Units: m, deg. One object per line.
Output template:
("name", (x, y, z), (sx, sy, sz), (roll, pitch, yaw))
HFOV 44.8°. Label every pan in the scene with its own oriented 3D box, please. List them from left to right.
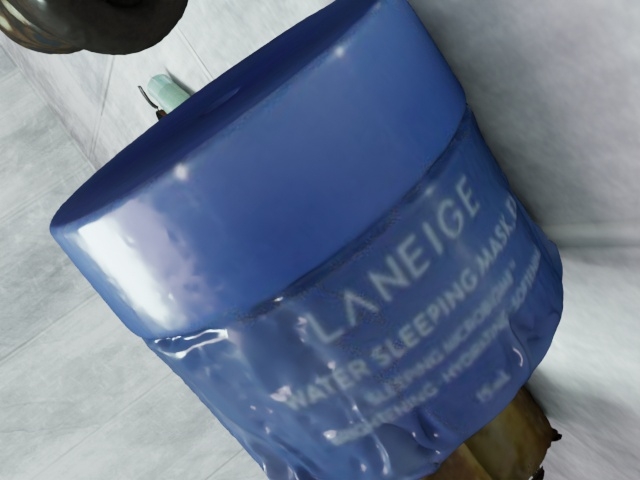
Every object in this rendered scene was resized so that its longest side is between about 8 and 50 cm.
("pan", (-0.235, -0.191, 1.175), (0.068, 0.023, 0.115), (31, 156, 57))

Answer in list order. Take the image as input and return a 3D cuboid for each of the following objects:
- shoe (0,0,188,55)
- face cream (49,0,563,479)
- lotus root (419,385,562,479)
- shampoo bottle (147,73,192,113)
("shoe", (-0.217, -0.258, 0.692), (0.237, 0.171, 0.384), (54, 158, 12))
("face cream", (0.000, 0.000, 0.490), (0.225, 0.249, 0.249), (53, 166, -20))
("lotus root", (0.045, 0.263, 0.707), (0.111, 0.375, 0.390), (44, -157, 1))
("shampoo bottle", (-0.164, -0.157, 1.009), (0.191, 0.041, 0.069), (43, 167, 34))
